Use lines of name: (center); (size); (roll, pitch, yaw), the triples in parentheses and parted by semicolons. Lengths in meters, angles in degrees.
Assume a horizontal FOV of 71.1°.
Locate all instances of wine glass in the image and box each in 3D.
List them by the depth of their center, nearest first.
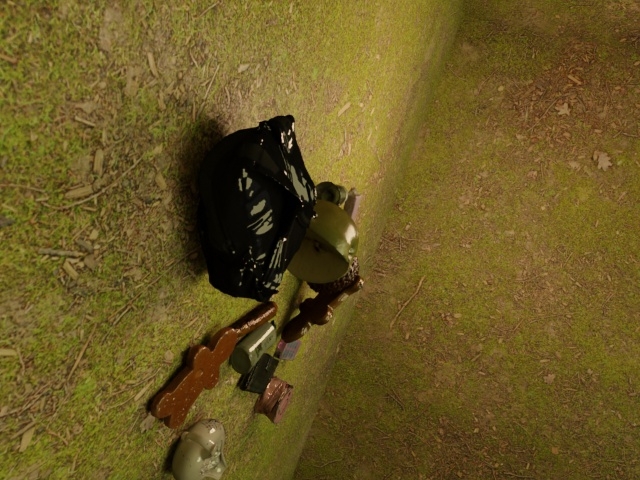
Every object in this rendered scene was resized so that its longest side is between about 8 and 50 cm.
wine glass: (0.044, -0.180, 1.789); (0.183, 0.122, 0.122); (-31, 140, -74)

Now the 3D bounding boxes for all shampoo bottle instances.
shampoo bottle: (-0.228, 0.373, 1.631); (0.234, 0.087, 0.118); (-42, 147, -57)

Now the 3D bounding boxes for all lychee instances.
lychee: (0.042, 0.113, 1.916); (0.236, 0.236, 0.271); (-41, 159, -58)

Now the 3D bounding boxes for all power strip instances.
power strip: (-0.152, 0.514, 2.135); (0.109, 0.038, 0.279); (-66, 163, -11)

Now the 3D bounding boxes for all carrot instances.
carrot: (-0.236, 0.275, 1.536); (0.314, 0.066, 0.066); (-23, 132, -65)

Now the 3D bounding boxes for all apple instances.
apple: (0.008, -0.007, 1.606); (0.233, 0.258, 0.295); (-53, 157, -45)

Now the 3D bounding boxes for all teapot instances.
teapot: (-0.379, 0.678, 1.430); (0.208, 0.166, 0.299); (-43, 162, -32)

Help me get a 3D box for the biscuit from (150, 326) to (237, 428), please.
biscuit: (-0.353, 0.381, 1.293); (0.324, 0.049, 0.205); (-52, 152, -31)

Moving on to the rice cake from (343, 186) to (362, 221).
rice cake: (0.133, -0.072, 2.267); (0.070, 0.064, 0.398); (-30, 139, -56)

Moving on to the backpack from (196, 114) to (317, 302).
backpack: (-0.145, -0.077, 1.073); (0.445, 0.255, 0.363); (87, 22, -48)

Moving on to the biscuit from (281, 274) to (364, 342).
biscuit: (0.001, 0.306, 2.004); (0.432, 0.064, 0.283); (-43, -161, -14)

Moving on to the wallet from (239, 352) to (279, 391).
wallet: (-0.249, 0.556, 1.868); (0.317, 0.044, 0.169); (71, 42, -67)

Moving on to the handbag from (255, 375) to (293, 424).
handbag: (-0.211, 0.744, 2.093); (0.205, 0.117, 0.179); (-50, 154, -45)
